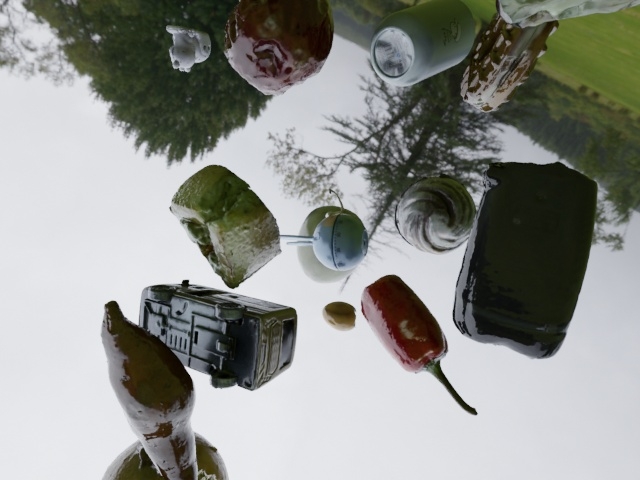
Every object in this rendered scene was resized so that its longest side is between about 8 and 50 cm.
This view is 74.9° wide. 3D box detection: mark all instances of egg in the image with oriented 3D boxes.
[{"bbox_3d":[0.051,0.204,1.133,0.097,0.080,0.080,13,-153,-6],"label":"egg"}]

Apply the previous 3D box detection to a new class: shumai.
[{"bbox_3d":[0.455,-0.443,0.726,0.272,0.203,0.222,37,-161,27],"label":"shumai"}]

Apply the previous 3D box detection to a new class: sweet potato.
[{"bbox_3d":[-0.245,0.232,0.630,0.112,0.359,0.112,-8,-152,5],"label":"sweet potato"}]

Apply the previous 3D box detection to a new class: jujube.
[{"bbox_3d":[-0.103,-0.533,1.053,0.277,0.276,0.376,14,-138,-24],"label":"jujube"}]

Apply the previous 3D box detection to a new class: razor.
[{"bbox_3d":[0.366,0.029,0.761,0.205,0.348,0.113,11,-174,15],"label":"razor"}]

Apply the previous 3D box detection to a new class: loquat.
[{"bbox_3d":[-0.385,0.622,1.035,0.329,0.359,0.328,11,-153,-6],"label":"loquat"}]

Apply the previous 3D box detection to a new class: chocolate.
[{"bbox_3d":[0.416,-0.079,1.498,0.303,0.303,0.213,27,-164,1],"label":"chocolate"}]

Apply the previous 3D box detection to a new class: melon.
[{"bbox_3d":[0.038,0.014,1.496,0.272,0.308,0.271,7,-121,-11],"label":"melon"}]

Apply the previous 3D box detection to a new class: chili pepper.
[{"bbox_3d":[0.209,0.222,0.919,0.135,0.131,0.338,-12,-138,-18],"label":"chili pepper"}]

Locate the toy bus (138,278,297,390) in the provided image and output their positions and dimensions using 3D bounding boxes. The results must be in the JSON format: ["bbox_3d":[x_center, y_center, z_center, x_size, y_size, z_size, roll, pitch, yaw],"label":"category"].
[{"bbox_3d":[-0.192,0.159,0.765,0.290,0.139,0.157,7,-176,29],"label":"toy bus"}]

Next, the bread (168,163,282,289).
[{"bbox_3d":[-0.162,-0.026,0.695,0.186,0.124,0.257,45,164,8],"label":"bread"}]

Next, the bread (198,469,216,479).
[{"bbox_3d":[-0.205,0.625,0.699,0.237,0.165,0.375,-27,-99,-34],"label":"bread"}]

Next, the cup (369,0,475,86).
[{"bbox_3d":[0.296,-0.581,1.233,0.205,0.205,0.312,37,-129,20],"label":"cup"}]

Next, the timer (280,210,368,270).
[{"bbox_3d":[0.016,-0.015,1.176,0.256,0.175,0.175,26,-156,24],"label":"timer"}]

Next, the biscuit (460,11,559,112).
[{"bbox_3d":[0.450,-0.470,0.999,0.103,0.332,0.332,24,-154,-1],"label":"biscuit"}]

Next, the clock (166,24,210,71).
[{"bbox_3d":[-0.393,-0.569,1.256,0.080,0.117,0.176,11,-159,10],"label":"clock"}]
